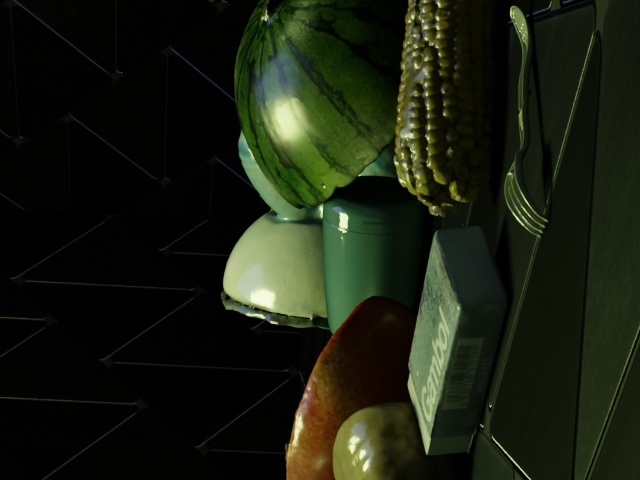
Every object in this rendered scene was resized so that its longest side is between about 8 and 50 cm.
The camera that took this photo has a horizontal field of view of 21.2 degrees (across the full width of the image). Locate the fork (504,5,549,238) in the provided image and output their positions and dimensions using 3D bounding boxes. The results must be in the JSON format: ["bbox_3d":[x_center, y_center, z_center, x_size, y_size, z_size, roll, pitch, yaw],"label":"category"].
[{"bbox_3d":[0.154,-0.100,1.319,0.034,0.028,0.219,92,178,-56],"label":"fork"}]

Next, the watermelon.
[{"bbox_3d":[0.000,-0.215,1.965,0.331,0.189,0.331,-46,16,17],"label":"watermelon"}]

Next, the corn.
[{"bbox_3d":[0.117,-0.180,1.517,0.097,0.097,0.320,177,98,-86],"label":"corn"}]

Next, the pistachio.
[{"bbox_3d":[0.071,0.233,1.620,0.108,0.126,0.185,-61,-29,-50],"label":"pistachio"}]

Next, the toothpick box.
[{"bbox_3d":[0.061,0.027,1.972,0.120,0.120,0.184,-96,7,-69],"label":"toothpick box"}]

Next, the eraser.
[{"bbox_3d":[0.116,0.092,1.497,0.212,0.046,0.092,97,164,-46],"label":"eraser"}]

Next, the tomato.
[{"bbox_3d":[0.058,0.177,1.750,0.237,0.095,0.237,-52,-26,-39],"label":"tomato"}]

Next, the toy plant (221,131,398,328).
[{"bbox_3d":[0.002,-0.070,2.211,0.247,0.247,0.332,-105,21,-78],"label":"toy plant"}]

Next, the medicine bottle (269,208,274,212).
[{"bbox_3d":[0.000,0.000,2.560,0.273,0.165,0.165,-124,37,-84],"label":"medicine bottle"}]
